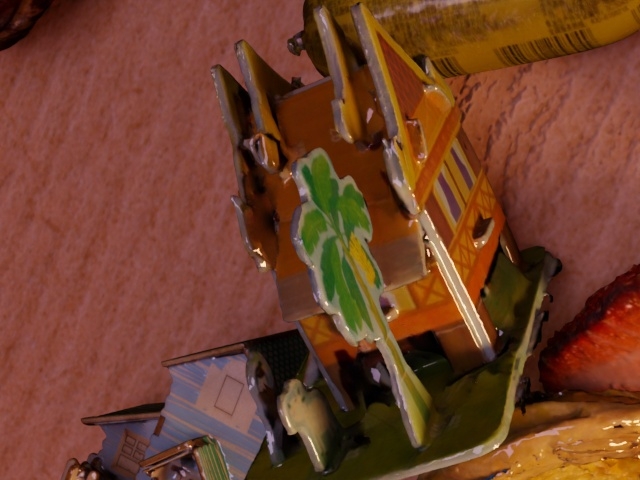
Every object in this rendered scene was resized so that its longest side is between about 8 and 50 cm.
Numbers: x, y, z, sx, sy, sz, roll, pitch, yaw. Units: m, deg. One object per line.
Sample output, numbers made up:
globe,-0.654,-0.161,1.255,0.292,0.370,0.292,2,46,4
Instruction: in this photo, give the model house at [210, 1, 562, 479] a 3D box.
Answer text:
model house,0.000,0.000,1.375,0.242,0.357,0.313,-22,108,25

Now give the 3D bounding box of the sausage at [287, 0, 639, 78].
sausage,0.133,-0.201,1.476,0.347,0.123,0.123,-9,89,22

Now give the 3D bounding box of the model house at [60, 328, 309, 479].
model house,-0.077,0.176,1.561,0.271,0.178,0.206,27,101,22

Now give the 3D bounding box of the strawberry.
strawberry,0.297,0.061,1.441,0.236,0.106,0.175,8,134,24

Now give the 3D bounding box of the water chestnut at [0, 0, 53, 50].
water chestnut,-0.307,-0.273,1.629,0.224,0.238,0.223,-27,59,57

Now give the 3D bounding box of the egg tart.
egg tart,0.192,0.194,1.431,0.291,0.291,0.107,-31,49,21
